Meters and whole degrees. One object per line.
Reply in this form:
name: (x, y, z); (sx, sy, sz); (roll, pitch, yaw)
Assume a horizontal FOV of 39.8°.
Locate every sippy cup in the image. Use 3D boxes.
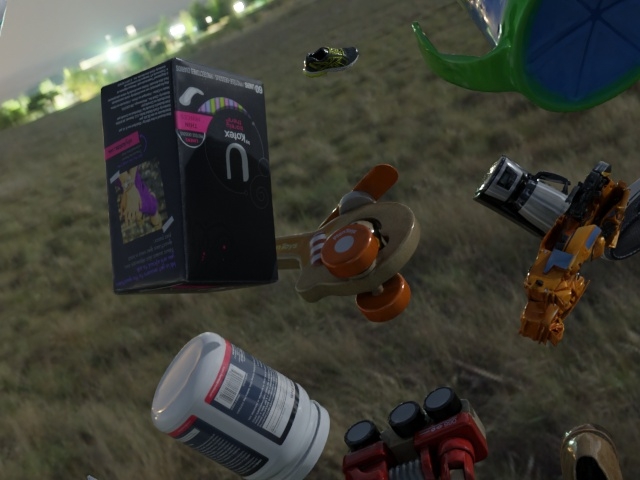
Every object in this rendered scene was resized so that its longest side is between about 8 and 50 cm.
sippy cup: (0.266, -0.304, 1.033); (0.306, 0.240, 0.224); (-5, 39, -26)

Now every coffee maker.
coffee maker: (0.404, -0.078, 1.789); (0.120, 0.178, 0.171); (-56, -3, -29)

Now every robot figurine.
robot figurine: (0.402, 0.016, 1.387); (0.085, 0.211, 0.291); (26, 61, 24)

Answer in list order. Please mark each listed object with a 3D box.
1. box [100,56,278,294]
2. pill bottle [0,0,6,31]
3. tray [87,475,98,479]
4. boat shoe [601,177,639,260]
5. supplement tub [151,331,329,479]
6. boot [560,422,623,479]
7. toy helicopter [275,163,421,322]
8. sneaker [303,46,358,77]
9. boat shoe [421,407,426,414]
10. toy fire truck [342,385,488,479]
box: (-0.165, -0.071, 1.118); (0.143, 0.270, 0.165); (-10, -8, 38)
pill bottle: (-0.537, -0.303, 1.264); (0.146, 0.146, 0.264); (-45, -12, -52)
tray: (-0.261, 0.469, 1.296); (0.030, 0.270, 0.145); (-28, 32, -18)
boat shoe: (0.675, -0.054, 1.684); (0.340, 0.127, 0.158); (-55, 34, 28)
supplement tub: (-0.140, 0.303, 1.553); (0.191, 0.272, 0.191); (-46, 21, 24)
boot: (0.395, 0.419, 1.231); (0.112, 0.305, 0.115); (-14, 6, 16)
toy helicopter: (0.000, 0.000, 1.410); (0.355, 0.140, 0.235); (-5, 47, 37)
sneaker: (0.016, -0.252, 1.218); (0.083, 0.035, 0.031); (-25, 55, -15)
boat shoe: (0.219, 0.555, 2.177); (0.099, 0.319, 0.116); (4, 20, -37)
toy fire truck: (0.153, 0.375, 1.322); (0.217, 0.158, 0.246); (-26, 20, 15)
